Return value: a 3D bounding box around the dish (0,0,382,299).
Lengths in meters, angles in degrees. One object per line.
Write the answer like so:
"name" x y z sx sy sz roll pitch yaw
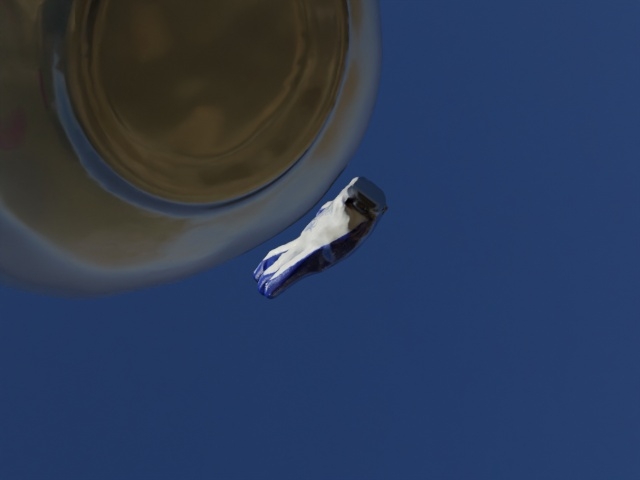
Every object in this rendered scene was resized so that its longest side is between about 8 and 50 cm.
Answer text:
"dish" -0.073 -0.089 0.697 0.256 0.117 0.256 -10 -71 -33

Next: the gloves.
"gloves" 0.000 0.000 0.859 0.026 0.086 0.064 46 -157 -7
